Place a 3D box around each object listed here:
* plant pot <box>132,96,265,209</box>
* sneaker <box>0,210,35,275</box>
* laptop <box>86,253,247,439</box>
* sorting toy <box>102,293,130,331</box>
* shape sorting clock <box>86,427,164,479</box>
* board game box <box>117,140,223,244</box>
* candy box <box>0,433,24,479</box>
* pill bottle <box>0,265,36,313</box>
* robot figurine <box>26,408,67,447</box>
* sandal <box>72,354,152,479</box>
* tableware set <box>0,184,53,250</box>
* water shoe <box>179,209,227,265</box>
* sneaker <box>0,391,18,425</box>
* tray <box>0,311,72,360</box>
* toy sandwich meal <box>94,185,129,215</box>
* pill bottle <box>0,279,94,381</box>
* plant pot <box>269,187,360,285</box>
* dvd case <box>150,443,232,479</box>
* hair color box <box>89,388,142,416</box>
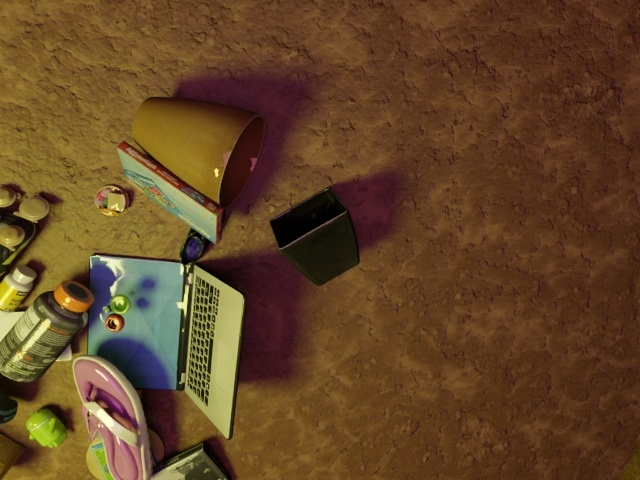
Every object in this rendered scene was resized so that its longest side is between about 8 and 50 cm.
[{"bbox_3d":[-0.293,-0.230,1.027,0.254,0.237,0.237,24,99,1],"label":"plant pot"},{"bbox_3d":[-0.855,0.080,1.063,0.145,0.147,0.385,42,76,9],"label":"sneaker"},{"bbox_3d":[-0.405,0.263,1.113,0.236,0.408,0.382,-4,107,-42],"label":"laptop"},{"bbox_3d":[-0.511,0.179,1.112,0.061,0.042,0.102,23,94,0],"label":"sorting toy"},{"bbox_3d":[-0.558,0.615,1.265,0.206,0.040,0.206,-3,104,-13],"label":"shape sorting clock"},{"bbox_3d":[-0.350,-0.108,1.040,0.281,0.145,0.027,35,60,4],"label":"board game box"},{"bbox_3d":[-0.959,0.534,1.119,0.316,0.183,0.087,41,96,-14],"label":"candy box"},{"bbox_3d":[-0.773,0.122,1.110,0.065,0.065,0.116,37,96,-14],"label":"pill bottle"},{"bbox_3d":[-0.749,0.510,1.202,0.101,0.067,0.115,-20,108,28],"label":"robot figurine"},{"bbox_3d":[-0.541,0.491,1.140,0.169,0.102,0.416,-10,105,16],"label":"sandal"},{"bbox_3d":[-0.743,-0.058,1.044,0.141,0.020,0.169,27,59,-4],"label":"tableware set"},{"bbox_3d":[-0.299,-0.023,1.133,0.073,0.080,0.203,25,98,-13],"label":"water shoe"},{"bbox_3d":[-0.944,0.390,1.118,0.340,0.139,0.125,27,83,9],"label":"sneaker"},{"bbox_3d":[-0.798,0.252,1.155,0.270,0.030,0.145,-2,104,-7],"label":"tray"},{"bbox_3d":[-0.528,-0.098,1.111,0.085,0.029,0.086,-2,103,-7],"label":"toy sandwich meal"},{"bbox_3d":[-0.669,0.215,1.082,0.130,0.130,0.246,41,94,-14],"label":"pill bottle"},{"bbox_3d":[0.000,0.000,1.137,0.188,0.187,0.167,-31,118,0],"label":"plant pot"},{"bbox_3d":[-0.410,0.714,1.298,0.238,0.029,0.179,-26,117,-1],"label":"dvd case"},{"bbox_3d":[-0.576,0.451,1.224,0.141,0.043,0.072,7,101,-10],"label":"hair color box"}]
